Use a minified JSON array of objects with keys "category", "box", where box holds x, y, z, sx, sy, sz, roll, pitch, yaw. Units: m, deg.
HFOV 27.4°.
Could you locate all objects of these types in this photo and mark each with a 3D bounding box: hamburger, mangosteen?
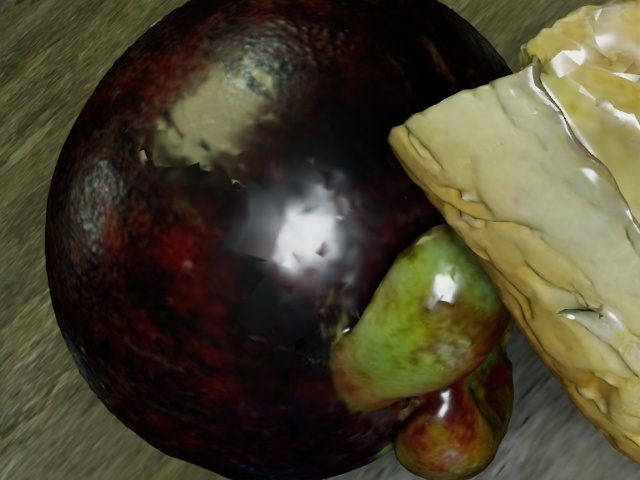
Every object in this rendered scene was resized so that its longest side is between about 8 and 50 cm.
[{"category":"hamburger","box":[0.182,0.005,0.529,0.330,0.209,0.162,-14,-6,-43]},{"category":"mangosteen","box":[0.000,0.000,0.691,0.288,0.288,0.288,-30,28,18]}]
